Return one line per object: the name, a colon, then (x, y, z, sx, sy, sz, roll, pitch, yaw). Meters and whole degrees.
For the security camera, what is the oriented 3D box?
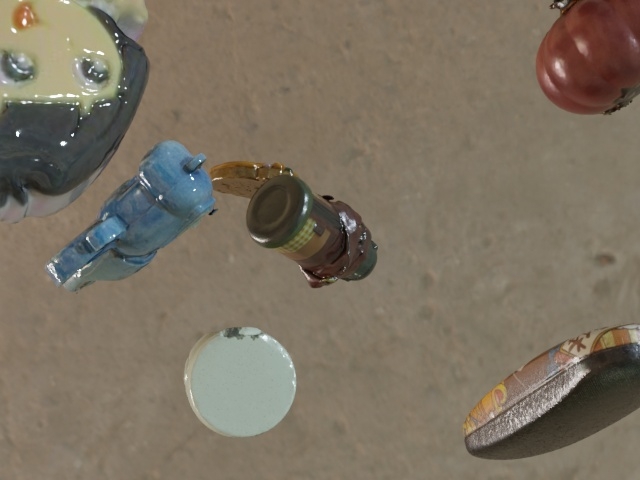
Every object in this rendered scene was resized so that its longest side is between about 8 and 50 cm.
security camera: (-0.148, 0.250, 1.720, 0.195, 0.236, 0.194, 1, 83, -9)

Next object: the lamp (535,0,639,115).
lamp: (0.318, -0.221, 1.066, 0.182, 0.182, 0.140, -31, 80, -4)

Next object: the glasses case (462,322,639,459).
glasses case: (0.261, 0.169, 1.035, 0.122, 0.321, 0.082, 2, 62, -20)

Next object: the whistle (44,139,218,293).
whistle: (-0.204, -0.019, 1.052, 0.269, 0.180, 0.093, -35, 95, 35)

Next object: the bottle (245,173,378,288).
bottle: (0.000, 0.000, 1.673, 0.156, 0.271, 0.143, -54, 46, 3)

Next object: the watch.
watch: (-0.201, -0.112, 0.506, 0.231, 0.196, 0.244, -19, 85, 47)

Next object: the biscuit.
biscuit: (-0.113, -0.116, 1.741, 0.170, 0.170, 0.050, 0, 78, 14)
